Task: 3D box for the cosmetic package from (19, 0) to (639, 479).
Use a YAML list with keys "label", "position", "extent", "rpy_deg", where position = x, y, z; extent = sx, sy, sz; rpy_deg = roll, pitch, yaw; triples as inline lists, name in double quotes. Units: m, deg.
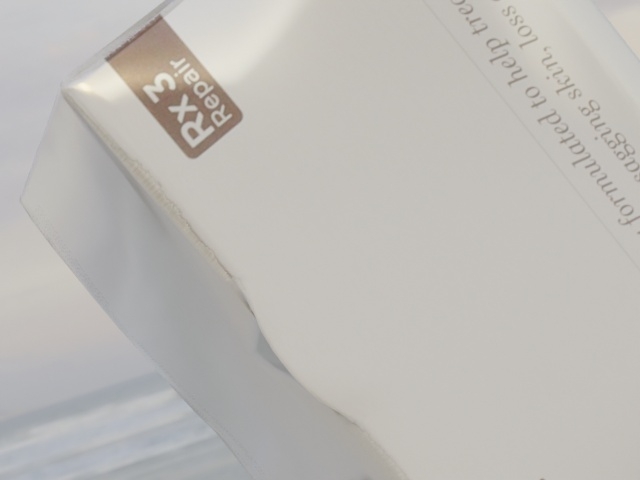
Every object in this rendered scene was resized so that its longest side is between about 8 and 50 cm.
- label: "cosmetic package"
  position: [0.000, 0.000, 0.600]
  extent: [0.156, 0.217, 0.385]
  rpy_deg: [-41, 8, -14]
